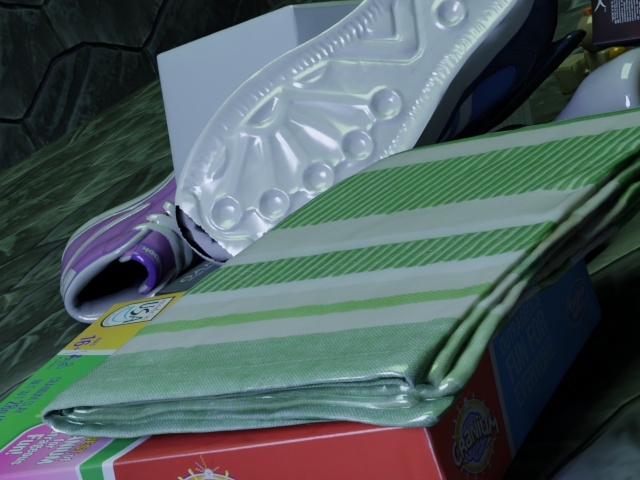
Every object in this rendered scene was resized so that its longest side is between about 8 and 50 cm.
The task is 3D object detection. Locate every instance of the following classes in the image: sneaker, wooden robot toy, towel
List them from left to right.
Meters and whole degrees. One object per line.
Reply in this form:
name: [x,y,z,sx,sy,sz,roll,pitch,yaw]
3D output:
sneaker: [-0.114,-0.013,1.687,0.282,0.102,0.161,-37,14,7]
sneaker: [0.047,-0.082,1.331,0.323,0.130,0.236,-46,-16,-4]
towel: [0.040,0.014,0.990,0.248,0.038,0.325,-7,21,38]
wooden robot toy: [0.245,-0.165,1.553,0.076,0.079,0.173,-30,12,-10]

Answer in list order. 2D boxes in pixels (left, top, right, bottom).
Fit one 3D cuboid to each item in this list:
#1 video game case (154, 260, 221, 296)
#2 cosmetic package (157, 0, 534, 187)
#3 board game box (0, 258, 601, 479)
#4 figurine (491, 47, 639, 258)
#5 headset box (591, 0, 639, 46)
video game case: [0.000,0.000,1.526,0.196,0.026,0.274,-34,13,-28]
cosmetic package: [0.018,-0.120,1.553,0.224,0.138,0.224,-10,1,-34]
board game box: [-0.032,0.088,1.010,0.316,0.064,0.242,-11,18,28]
figurine: [0.135,-0.042,1.274,0.215,0.092,0.209,-35,10,-36]
headset box: [0.339,-0.190,1.192,0.218,0.110,0.293,-4,3,-21]
